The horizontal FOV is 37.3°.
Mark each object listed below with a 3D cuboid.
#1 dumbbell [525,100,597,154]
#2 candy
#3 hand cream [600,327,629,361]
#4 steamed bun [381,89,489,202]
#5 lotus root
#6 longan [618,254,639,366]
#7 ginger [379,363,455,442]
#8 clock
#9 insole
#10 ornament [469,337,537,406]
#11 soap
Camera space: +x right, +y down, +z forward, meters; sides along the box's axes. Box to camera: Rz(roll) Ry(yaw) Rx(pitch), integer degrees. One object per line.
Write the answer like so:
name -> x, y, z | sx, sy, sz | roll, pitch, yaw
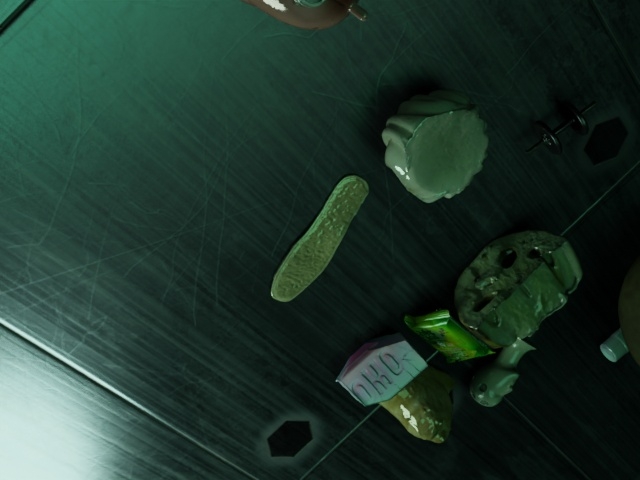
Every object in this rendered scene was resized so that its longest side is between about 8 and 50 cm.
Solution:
dumbbell -> 0.406, -0.190, 1.600 | 0.147, 0.069, 0.069 | -36, 129, -1
candy -> 0.237, 0.178, 1.738 | 0.178, 0.102, 0.032 | 40, 53, -41
hand cream -> 0.665, 0.184, 1.990 | 0.174, 0.047, 0.076 | -37, 128, -13
steamed bun -> 0.177, -0.154, 1.485 | 0.182, 0.106, 0.183 | -13, 122, -22
lotus root -> 0.347, 0.082, 1.702 | 0.235, 0.138, 0.119 | -39, 135, -1
longan -> 0.747, 0.148, 1.813 | 0.360, 0.361, 0.361 | -13, 125, -19
ginger -> 0.169, 0.304, 1.769 | 0.193, 0.123, 0.115 | 23, 119, -27
clock -> -0.056, -0.339, 1.165 | 0.227, 0.241, 0.142 | 22, 111, -36
insole -> 0.000, 0.000, 1.551 | 0.081, 0.011, 0.248 | 23, 107, -35
ornament -> 0.354, 0.255, 1.851 | 0.074, 0.081, 0.156 | 24, 103, -51
soap -> 0.105, 0.233, 1.703 | 0.149, 0.056, 0.100 | -41, 99, 2
